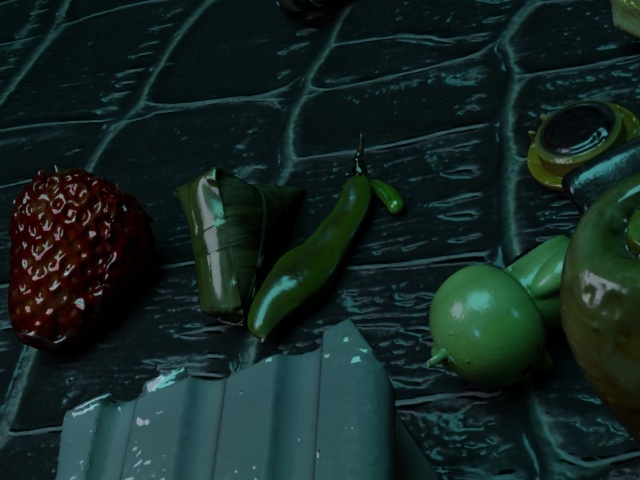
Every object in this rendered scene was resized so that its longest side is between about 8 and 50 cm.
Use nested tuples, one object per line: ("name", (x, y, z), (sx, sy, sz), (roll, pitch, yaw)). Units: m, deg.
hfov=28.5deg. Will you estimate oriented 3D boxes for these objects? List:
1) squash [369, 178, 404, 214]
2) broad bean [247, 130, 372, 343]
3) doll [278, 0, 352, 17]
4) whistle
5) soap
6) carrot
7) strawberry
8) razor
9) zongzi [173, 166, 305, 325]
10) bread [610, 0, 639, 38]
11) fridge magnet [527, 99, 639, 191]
("squash", (0.086, -0.060, 1.642), (0.027, 0.027, 0.089), (-34, 37, -3))
("broad bean", (0.002, 0.006, 1.600), (0.075, 0.067, 0.325), (31, 59, 4))
("doll", (-0.017, -0.454, 2.063), (0.143, 0.135, 0.234), (-15, 45, 23))
("whistle", (0.240, 0.068, 1.343), (0.294, 0.141, 0.141), (-20, 36, -14))
("soap", (-0.069, 0.330, 1.163), (0.350, 0.213, 0.435), (-16, 40, 15))
("carrot", (0.341, 0.098, 1.048), (0.224, 0.341, 0.224), (-22, 37, 18))
("strawberry", (-0.338, 0.032, 1.703), (0.205, 0.205, 0.244), (5, 65, 37))
("razor", (0.356, -0.069, 1.432), (0.148, 0.054, 0.090), (-29, 78, 1))
("zongzi", (-0.081, 0.018, 1.651), (0.094, 0.204, 0.205), (-22, 73, 40))
("bread", (0.525, -0.319, 1.550), (0.239, 0.111, 0.246), (-32, 40, -13))
("fridge magnet", (0.317, -0.117, 1.520), (0.143, 0.063, 0.143), (-20, 40, 17))
